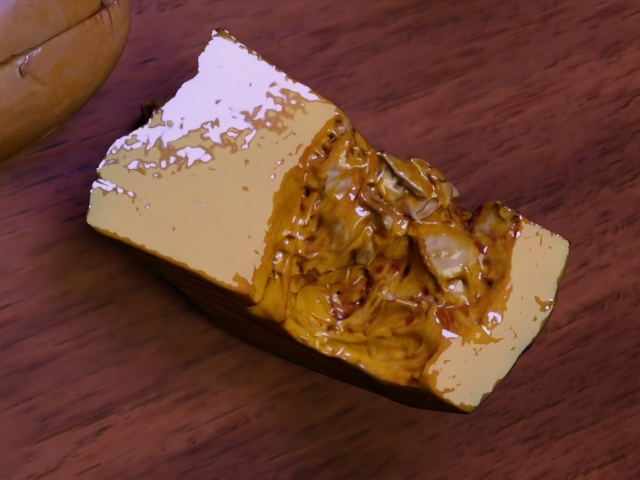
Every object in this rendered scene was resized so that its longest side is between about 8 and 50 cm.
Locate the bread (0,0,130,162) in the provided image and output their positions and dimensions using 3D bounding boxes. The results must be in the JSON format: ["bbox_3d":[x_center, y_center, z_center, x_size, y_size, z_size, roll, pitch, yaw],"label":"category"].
[{"bbox_3d":[-0.163,-0.091,0.800,0.189,0.077,0.114,-30,108,-28],"label":"bread"}]

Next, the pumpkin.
[{"bbox_3d":[-0.005,-0.003,0.910,0.248,0.126,0.131,33,83,-16],"label":"pumpkin"}]
